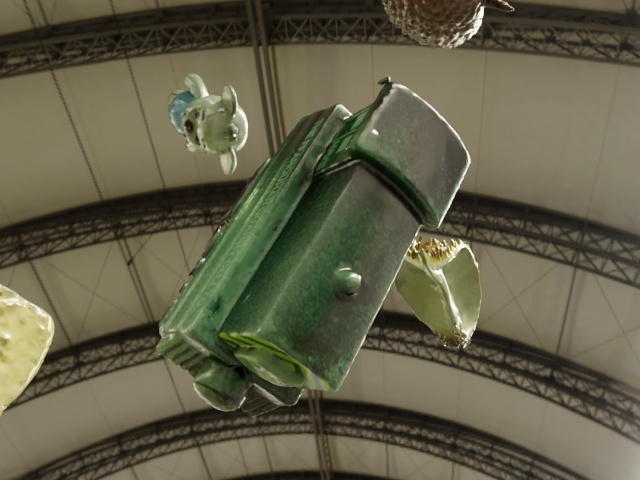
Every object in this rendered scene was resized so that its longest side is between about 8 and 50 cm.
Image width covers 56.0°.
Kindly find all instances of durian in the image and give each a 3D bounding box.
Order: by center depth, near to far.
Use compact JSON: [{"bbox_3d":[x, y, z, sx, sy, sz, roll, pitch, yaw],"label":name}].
[{"bbox_3d":[0.178,0.073,0.941,0.144,0.139,0.252,-10,-52,12],"label":"durian"}]

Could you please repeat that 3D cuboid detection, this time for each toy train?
[{"bbox_3d":[0.000,0.000,0.541,0.138,0.330,0.178,41,-28,-21],"label":"toy train"}]

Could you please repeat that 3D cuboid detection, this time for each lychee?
[{"bbox_3d":[0.174,-0.350,0.833,0.197,0.165,0.165,16,-50,15],"label":"lychee"}]

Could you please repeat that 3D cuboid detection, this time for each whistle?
[{"bbox_3d":[-0.168,-0.168,0.823,0.077,0.235,0.114,-10,-64,-30],"label":"whistle"}]

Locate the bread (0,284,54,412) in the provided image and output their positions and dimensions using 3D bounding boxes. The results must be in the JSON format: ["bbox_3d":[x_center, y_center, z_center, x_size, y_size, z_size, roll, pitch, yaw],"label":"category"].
[{"bbox_3d":[-0.401,0.086,0.443,0.345,0.242,0.405,37,-36,-21],"label":"bread"}]
